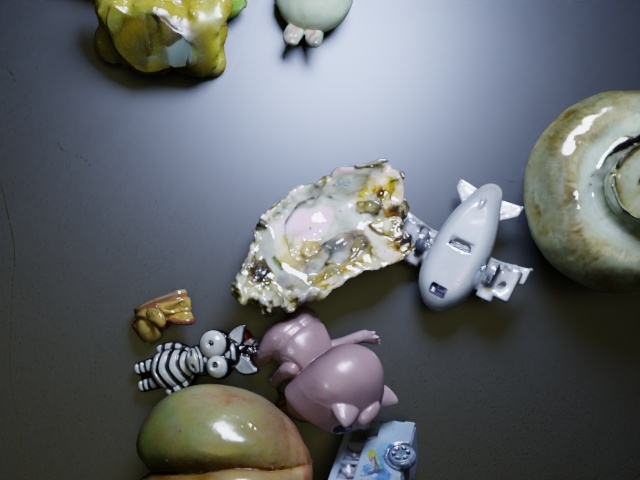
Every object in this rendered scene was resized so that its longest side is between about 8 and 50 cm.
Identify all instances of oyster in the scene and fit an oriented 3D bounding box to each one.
[{"bbox_3d":[-0.002,-0.001,1.689,0.354,0.107,0.201,-25,77,-14],"label":"oyster"}]

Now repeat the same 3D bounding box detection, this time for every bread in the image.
[{"bbox_3d":[-0.269,-0.346,1.684,0.232,0.088,0.161,6,122,-2],"label":"bread"}]

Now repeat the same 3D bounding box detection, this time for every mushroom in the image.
[{"bbox_3d":[0.511,-0.085,1.678,0.351,0.260,0.353,0,82,-1],"label":"mushroom"}]

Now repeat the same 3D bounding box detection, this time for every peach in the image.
[{"bbox_3d":[-0.157,0.371,1.578,0.292,0.247,0.292,3,63,-6],"label":"peach"}]

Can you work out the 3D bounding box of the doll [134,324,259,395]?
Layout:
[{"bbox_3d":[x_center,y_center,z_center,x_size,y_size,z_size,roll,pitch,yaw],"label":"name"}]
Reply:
[{"bbox_3d":[-0.207,0.201,1.656,0.219,0.067,0.091,-16,78,12],"label":"doll"}]

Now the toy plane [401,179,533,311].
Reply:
[{"bbox_3d":[0.248,0.011,1.719,0.244,0.117,0.245,-2,78,10],"label":"toy plane"}]

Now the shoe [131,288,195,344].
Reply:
[{"bbox_3d":[-0.265,0.127,1.674,0.109,0.072,0.069,-25,82,-7],"label":"shoe"}]

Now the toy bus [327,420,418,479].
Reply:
[{"bbox_3d":[0.071,0.425,1.574,0.135,0.330,0.109,3,125,16],"label":"toy bus"}]

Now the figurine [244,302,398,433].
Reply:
[{"bbox_3d":[-0.010,0.210,1.671,0.287,0.186,0.176,40,42,19],"label":"figurine"}]

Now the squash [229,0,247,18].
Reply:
[{"bbox_3d":[-0.310,-0.457,1.718,0.378,0.101,0.102,15,83,-3],"label":"squash"}]

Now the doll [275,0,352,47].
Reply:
[{"bbox_3d":[0.003,-0.464,1.748,0.154,0.113,0.275,13,90,5],"label":"doll"}]
